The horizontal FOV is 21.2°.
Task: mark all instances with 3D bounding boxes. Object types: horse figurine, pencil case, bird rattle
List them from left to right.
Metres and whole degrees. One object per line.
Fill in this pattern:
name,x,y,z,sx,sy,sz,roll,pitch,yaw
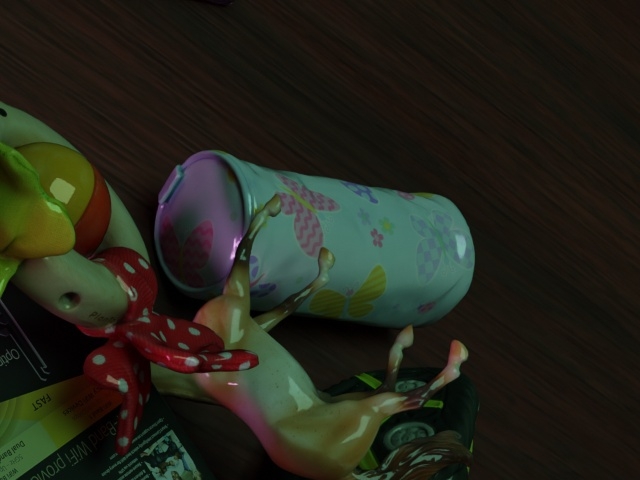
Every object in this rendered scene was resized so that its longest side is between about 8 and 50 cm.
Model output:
bird rattle,-0.154,-0.003,1.058,0.253,0.143,0.207,27,30,-36
horse figurine,-0.014,0.093,1.192,0.263,0.066,0.174,40,69,8
pencil case,0.000,0.000,1.359,0.273,0.113,0.124,8,49,-45

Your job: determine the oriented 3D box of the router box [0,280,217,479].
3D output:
router box,-0.221,0.149,1.040,0.243,0.081,0.309,57,38,-1

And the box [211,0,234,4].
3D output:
box,-0.195,-0.357,1.426,0.295,0.073,0.293,4,63,-46

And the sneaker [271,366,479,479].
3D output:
sneaker,0.034,0.235,1.247,0.384,0.145,0.147,-63,146,-52
